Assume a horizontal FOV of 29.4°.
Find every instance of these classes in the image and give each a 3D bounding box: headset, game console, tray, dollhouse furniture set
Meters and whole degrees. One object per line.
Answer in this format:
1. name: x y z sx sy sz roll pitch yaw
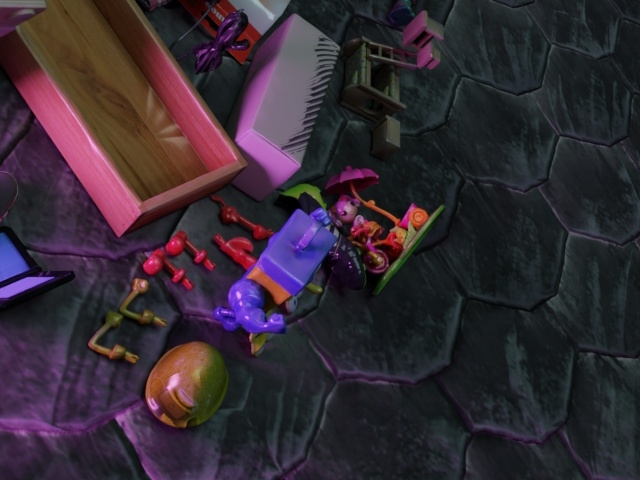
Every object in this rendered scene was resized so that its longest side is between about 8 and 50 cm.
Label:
1. headset: -0.183 -0.418 1.708 0.243 0.185 0.394 2 67 -32
2. game console: -0.359 0.031 1.376 0.122 0.107 0.071 -28 109 -47
3. tray: -0.293 -0.218 1.601 0.203 0.076 0.411 -29 83 -46
4. dollhouse furniture set: 0.109 -0.254 1.907 0.101 0.161 0.182 24 47 -26

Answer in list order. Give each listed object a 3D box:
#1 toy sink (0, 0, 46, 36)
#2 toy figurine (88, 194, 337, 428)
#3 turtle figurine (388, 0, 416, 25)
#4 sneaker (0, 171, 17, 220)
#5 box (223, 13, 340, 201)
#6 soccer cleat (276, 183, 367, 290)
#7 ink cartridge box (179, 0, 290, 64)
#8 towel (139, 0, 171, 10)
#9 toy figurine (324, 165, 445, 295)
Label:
1. toy sink: -0.429 -0.299 1.445 0.131 0.153 0.234 -14 86 -53
2. toy figurine: -0.089 0.036 1.491 0.191 0.217 0.362 45 42 -6
3. turtle figurine: 0.165 -0.491 2.158 0.175 0.118 0.234 32 59 1
4. sneaker: -0.398 -0.042 1.394 0.061 0.065 0.158 49 42 -1
5. box: -0.062 -0.195 1.758 0.094 0.113 0.275 34 46 -19
6. soccer cleat: 0.000 0.000 1.718 0.072 0.060 0.179 -19 68 -36
7. ink cartridge box: -0.126 -0.376 1.862 0.145 0.045 0.179 44 41 -20
8. towel: -0.243 -0.431 1.830 0.144 0.029 0.197 49 42 -2
9. toy figurine: 0.068 -0.030 1.777 0.159 0.130 0.173 38 67 6
